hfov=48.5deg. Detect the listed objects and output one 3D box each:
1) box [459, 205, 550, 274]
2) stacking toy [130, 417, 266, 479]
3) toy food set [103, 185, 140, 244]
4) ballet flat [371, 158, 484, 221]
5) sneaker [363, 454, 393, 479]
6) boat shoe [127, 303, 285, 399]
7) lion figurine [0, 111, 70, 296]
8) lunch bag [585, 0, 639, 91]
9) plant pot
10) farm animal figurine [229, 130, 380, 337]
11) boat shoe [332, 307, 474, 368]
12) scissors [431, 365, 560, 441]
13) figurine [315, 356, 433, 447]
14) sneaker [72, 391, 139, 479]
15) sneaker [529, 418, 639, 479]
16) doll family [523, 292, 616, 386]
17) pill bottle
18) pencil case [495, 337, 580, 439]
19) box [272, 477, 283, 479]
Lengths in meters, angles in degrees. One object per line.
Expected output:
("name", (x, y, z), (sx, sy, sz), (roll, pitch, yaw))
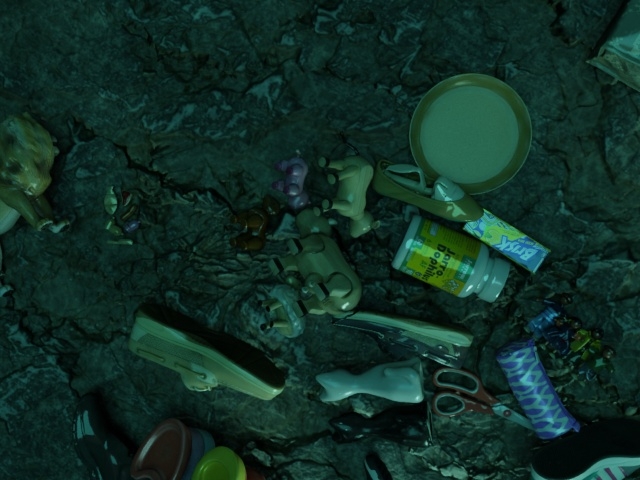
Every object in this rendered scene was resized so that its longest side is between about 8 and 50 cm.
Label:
("box", (0.363, -0.003, 1.401), (0.169, 0.054, 0.059), (32, 97, 1))
("stacking toy", (-0.255, 0.515, 1.386), (0.130, 0.309, 0.279), (39, 75, -39))
("toy food set", (-0.414, -0.052, 1.489), (0.078, 0.019, 0.122), (3, 87, 5))
("ballet flat", (0.204, -0.098, 1.367), (0.232, 0.080, 0.073), (18, 134, 19))
("sneaker", (0.118, 0.560, 1.455), (0.097, 0.084, 0.234), (-21, 93, 8))
("boat shoe", (-0.234, 0.248, 1.452), (0.341, 0.122, 0.110), (25, 101, 13))
("lion figurine", (-0.662, -0.058, 1.453), (0.392, 0.142, 0.240), (-43, 83, 11))
("lunch bag", (0.681, -0.367, 1.286), (0.287, 0.169, 0.235), (31, 97, 7))
("plant pot", (0.294, -0.208, 1.402), (0.236, 0.032, 0.236), (0, 94, 5))
("farm animal figurine", (0.000, 0.000, 1.357), (0.330, 0.172, 0.326), (-22, 82, 42))
("boat shoe", (0.158, 0.194, 1.415), (0.285, 0.103, 0.092), (11, 91, -2))
("scissors", (0.367, 0.335, 1.445), (0.297, 0.021, 0.109), (14, 96, 5))
("figurine", (0.105, 0.324, 1.405), (0.210, 0.092, 0.214), (-7, 125, 12))
("sneaker", (-0.437, 0.451, 1.500), (0.130, 0.109, 0.286), (-13, 100, -3))
("sneaker", (0.534, 0.470, 1.393), (0.296, 0.124, 0.178), (-10, 122, -18))
("doll family", (0.495, 0.187, 1.396), (0.193, 0.076, 0.111), (43, 102, 4))
("pill bottle", (0.253, 0.040, 1.383), (0.208, 0.117, 0.117), (25, 96, 3))
("pencil case", (0.426, 0.289, 1.402), (0.088, 0.086, 0.206), (-26, 93, 33))
("box", (-0.099, 0.788, 1.296), (0.297, 0.480, 0.471), (-35, 91, 8))
